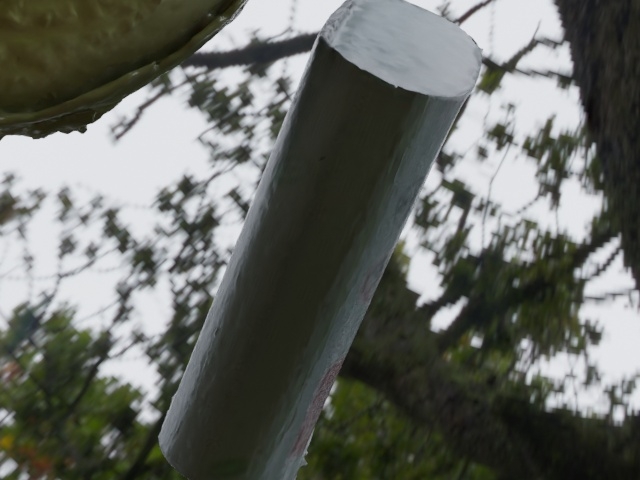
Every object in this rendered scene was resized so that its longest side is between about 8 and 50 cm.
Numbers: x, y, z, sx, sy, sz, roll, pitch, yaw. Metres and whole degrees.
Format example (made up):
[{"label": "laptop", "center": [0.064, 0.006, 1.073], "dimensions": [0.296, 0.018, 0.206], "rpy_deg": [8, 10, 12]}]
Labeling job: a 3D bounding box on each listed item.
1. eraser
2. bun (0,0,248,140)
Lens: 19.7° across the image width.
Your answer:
[{"label": "eraser", "center": [0.000, 0.000, 0.931], "dimensions": [0.081, 0.174, 0.227], "rpy_deg": [22, -70, -1]}, {"label": "bun", "center": [-0.190, -0.223, 0.934], "dimensions": [0.364, 0.202, 0.364], "rpy_deg": [0, -89, -20]}]
